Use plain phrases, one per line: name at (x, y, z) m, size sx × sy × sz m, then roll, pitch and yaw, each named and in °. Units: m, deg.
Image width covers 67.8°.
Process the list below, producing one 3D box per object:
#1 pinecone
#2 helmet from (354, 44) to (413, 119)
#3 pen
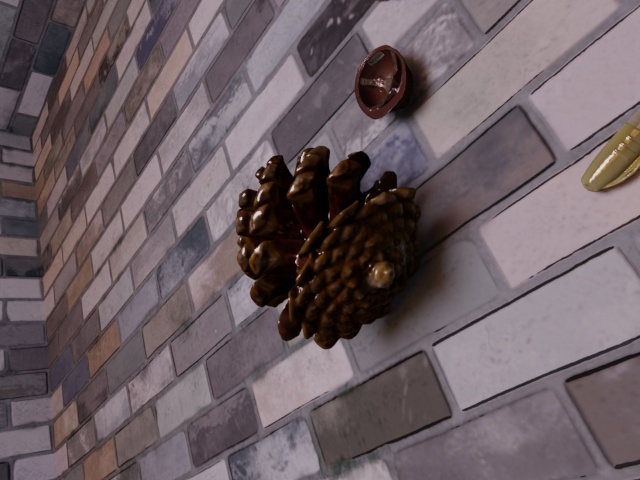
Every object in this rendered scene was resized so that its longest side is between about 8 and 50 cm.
pinecone at (0.006, -0.008, 0.628) m, size 0.264 × 0.264 × 0.264 m, roll -7°, pitch 80°, yaw 46°
helmet at (0.100, -0.216, 0.679) m, size 0.089 × 0.057 × 0.111 m, roll -33°, pitch 58°, yaw 36°
pen at (0.338, -0.138, 0.443) m, size 0.040 × 0.032 × 0.233 m, roll 42°, pitch 116°, yaw 15°
